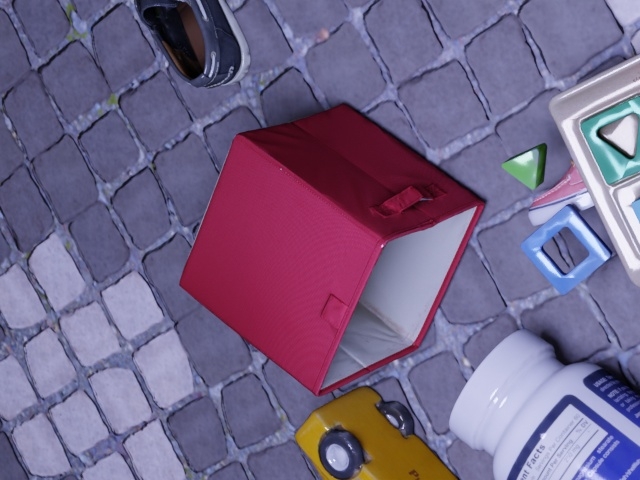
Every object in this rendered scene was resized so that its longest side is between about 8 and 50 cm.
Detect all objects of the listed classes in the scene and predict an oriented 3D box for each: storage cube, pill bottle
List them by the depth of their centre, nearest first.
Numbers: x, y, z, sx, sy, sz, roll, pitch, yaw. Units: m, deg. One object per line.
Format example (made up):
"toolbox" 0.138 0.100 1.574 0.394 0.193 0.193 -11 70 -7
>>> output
"pill bottle" 0.257 0.208 1.811 0.265 0.153 0.153 39 123 22
"storage cube" 0.008 0.006 1.906 0.193 0.184 0.215 38 123 23

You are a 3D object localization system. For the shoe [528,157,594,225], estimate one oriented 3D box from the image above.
"shoe" 0.257 -0.078 1.785 0.178 0.063 0.081 -25 87 33

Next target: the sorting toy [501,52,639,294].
"sorting toy" 0.314 -0.072 1.696 0.348 0.047 0.196 -26 92 24

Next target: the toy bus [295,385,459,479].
"toy bus" 0.104 0.309 1.984 0.332 0.108 0.130 46 127 16

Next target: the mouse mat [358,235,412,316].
"mouse mat" 0.000 0.000 2.032 0.190 0.007 0.152 42 124 21

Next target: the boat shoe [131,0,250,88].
"boat shoe" -0.160 -0.262 2.027 0.084 0.079 0.233 -37 79 39
